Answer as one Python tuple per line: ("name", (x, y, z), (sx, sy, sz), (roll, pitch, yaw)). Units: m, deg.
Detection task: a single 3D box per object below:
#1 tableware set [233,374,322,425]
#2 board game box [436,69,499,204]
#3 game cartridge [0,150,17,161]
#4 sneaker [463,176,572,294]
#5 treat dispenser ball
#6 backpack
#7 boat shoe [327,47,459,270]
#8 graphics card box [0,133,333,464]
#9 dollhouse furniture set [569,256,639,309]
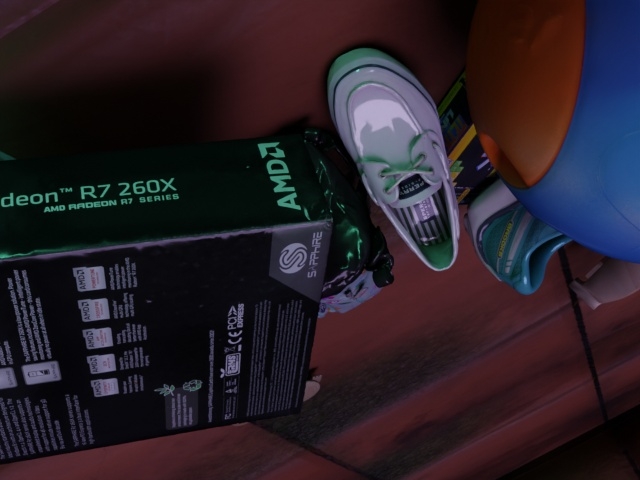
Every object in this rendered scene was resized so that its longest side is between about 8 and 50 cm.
("tableware set", (-0.079, 0.204, 1.138), (0.168, 0.020, 0.141), (-22, 148, -5))
("board game box", (0.169, -0.104, 0.816), (0.141, 0.048, 0.170), (-2, 143, -34))
("game cartridge", (-0.282, 0.015, 0.652), (0.196, 0.060, 0.294), (-37, 148, 12))
("sneaker", (0.267, -0.055, 0.813), (0.275, 0.110, 0.107), (-44, 150, 25))
("treat dispenser ball", (0.248, -0.126, 0.599), (0.288, 0.288, 0.288), (-19, 150, -12))
("backpack", (0.000, 0.000, 0.775), (0.115, 0.152, 0.182), (-23, 163, 5))
("boat shoe", (0.077, -0.062, 0.728), (0.083, 0.076, 0.226), (-26, 134, 14))
("graphics card box", (-0.187, 0.054, 0.583), (0.371, 0.094, 0.233), (-7, 138, -13))
("dollhouse furniture set", (0.409, 0.037, 0.926), (0.303, 0.174, 0.355), (-26, 158, -45))
